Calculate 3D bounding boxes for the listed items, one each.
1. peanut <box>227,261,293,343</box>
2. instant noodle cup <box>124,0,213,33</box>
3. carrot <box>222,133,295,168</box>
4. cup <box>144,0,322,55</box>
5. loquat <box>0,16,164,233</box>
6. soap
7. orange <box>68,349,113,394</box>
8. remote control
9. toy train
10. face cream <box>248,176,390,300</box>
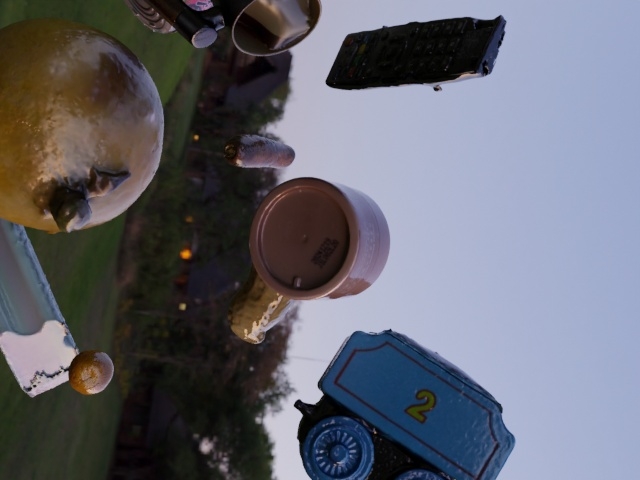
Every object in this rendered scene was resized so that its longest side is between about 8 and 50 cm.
[{"bbox_3d":[-0.066,0.065,1.162,0.214,0.100,0.099,-59,-159,25],"label":"peanut"},{"bbox_3d":[-0.279,-0.512,1.486,0.258,0.181,0.302,17,-37,51],"label":"instant noodle cup"},{"bbox_3d":[-0.106,-0.159,1.407,0.186,0.060,0.060,-7,112,-59],"label":"carrot"},{"bbox_3d":[-0.125,-0.370,1.171,0.177,0.239,0.166,67,13,22],"label":"cup"},{"bbox_3d":[-0.395,-0.151,1.186,0.328,0.329,0.359,113,-36,-45],"label":"loquat"},{"bbox_3d":[-0.713,0.130,1.845,0.446,0.156,0.261,61,-19,13],"label":"soap"},{"bbox_3d":[-0.425,0.242,1.447,0.070,0.083,0.083,-174,-87,-76],"label":"orange"},{"bbox_3d":[0.165,-0.333,1.411,0.399,0.062,0.144,12,-106,53],"label":"remote control"},{"bbox_3d":[0.113,0.285,1.188,0.265,0.300,0.188,-57,177,-9],"label":"toy train"},{"bbox_3d":[0.000,0.000,0.966,0.104,0.149,0.149,7,93,-64],"label":"face cream"}]
